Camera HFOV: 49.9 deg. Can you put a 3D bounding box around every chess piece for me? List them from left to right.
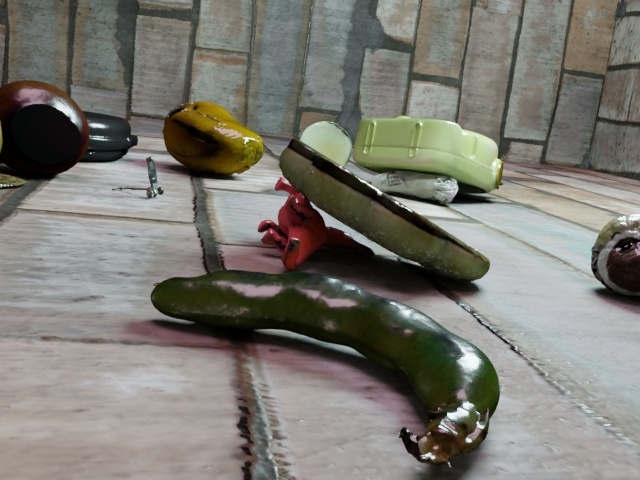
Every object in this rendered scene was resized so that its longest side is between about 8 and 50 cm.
[{"bbox_3d":[0.001,-0.234,1.783,0.133,0.133,0.243,6,5,-5],"label":"chess piece"}]

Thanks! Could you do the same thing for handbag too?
[{"bbox_3d":[-0.528,-0.231,1.473,0.253,0.093,0.308,5,12,-7],"label":"handbag"}]

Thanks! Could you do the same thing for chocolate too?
[{"bbox_3d":[-0.473,-0.187,1.136,0.176,0.177,0.177,7,12,-1],"label":"chocolate"}]

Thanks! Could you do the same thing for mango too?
[{"bbox_3d":[-0.222,-0.210,1.434,0.248,0.156,0.151,17,-21,36],"label":"mango"}]

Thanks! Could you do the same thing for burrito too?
[{"bbox_3d":[0.195,-0.117,1.447,0.203,0.064,0.064,13,13,37],"label":"burrito"}]

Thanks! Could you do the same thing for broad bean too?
[{"bbox_3d":[0.009,0.065,0.470,0.144,0.050,0.291,-5,17,-42],"label":"broad bean"}]

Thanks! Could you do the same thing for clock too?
[{"bbox_3d":[0.271,-0.188,1.573,0.348,0.117,0.286,11,0,-44],"label":"clock"}]

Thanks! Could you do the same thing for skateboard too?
[{"bbox_3d":[-0.288,-0.098,1.074,0.083,0.064,0.032,1,15,31],"label":"skateboard"}]

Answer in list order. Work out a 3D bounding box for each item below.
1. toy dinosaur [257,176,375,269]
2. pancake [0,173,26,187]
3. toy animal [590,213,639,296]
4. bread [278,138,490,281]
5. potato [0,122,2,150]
[{"bbox_3d":[0.006,0.002,0.802,0.138,0.070,0.286,27,9,-14],"label":"toy dinosaur"},{"bbox_3d":[-0.493,-0.090,1.010,0.114,0.011,0.115,7,11,-1],"label":"pancake"},{"bbox_3d":[0.362,0.032,0.812,0.098,0.137,0.098,2,53,-3],"label":"toy animal"},{"bbox_3d":[0.051,-0.039,0.786,0.286,0.056,0.207,35,9,39],"label":"bread"},{"bbox_3d":[-0.553,-0.160,0.962,0.191,0.141,0.296,-15,21,-25],"label":"potato"}]
